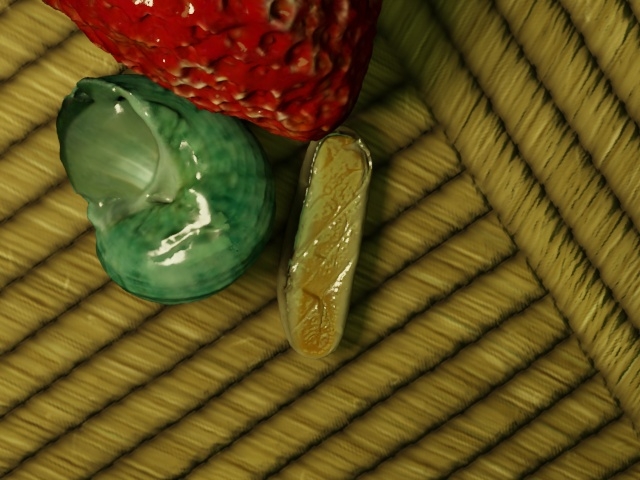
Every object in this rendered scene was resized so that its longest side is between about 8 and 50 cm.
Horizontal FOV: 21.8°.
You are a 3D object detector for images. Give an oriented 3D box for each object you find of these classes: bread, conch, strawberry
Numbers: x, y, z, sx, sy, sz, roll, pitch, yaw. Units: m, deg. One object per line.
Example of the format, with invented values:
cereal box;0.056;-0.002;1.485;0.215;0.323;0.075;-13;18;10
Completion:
bread;0.000;-0.001;1.487;0.073;0.053;0.214;6;104;-14
conch;-0.129;-0.035;1.420;0.196;0.134;0.202;26;113;27
strawberry;-0.072;-0.243;1.294;0.310;0.292;0.291;18;105;-40
